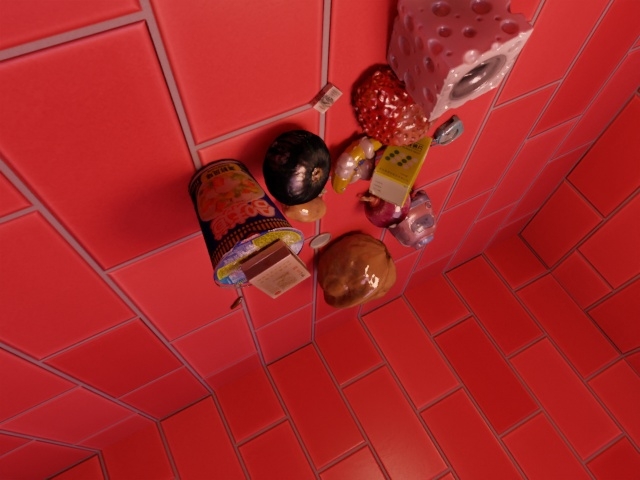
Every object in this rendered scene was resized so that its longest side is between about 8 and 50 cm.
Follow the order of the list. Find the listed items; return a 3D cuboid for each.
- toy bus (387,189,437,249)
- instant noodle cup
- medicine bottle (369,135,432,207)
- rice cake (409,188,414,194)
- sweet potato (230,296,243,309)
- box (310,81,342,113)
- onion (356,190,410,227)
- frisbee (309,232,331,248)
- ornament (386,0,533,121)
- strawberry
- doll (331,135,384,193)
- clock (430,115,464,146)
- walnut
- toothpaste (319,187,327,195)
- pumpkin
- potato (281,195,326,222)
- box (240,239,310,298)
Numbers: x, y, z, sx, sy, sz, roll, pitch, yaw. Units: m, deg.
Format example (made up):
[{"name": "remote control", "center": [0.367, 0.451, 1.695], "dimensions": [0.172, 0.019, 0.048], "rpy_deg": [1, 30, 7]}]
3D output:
[{"name": "toy bus", "center": [0.424, -0.078, 2.115], "dimensions": [0.198, 0.231, 0.294], "rpy_deg": [-27, 172, -11]}, {"name": "instant noodle cup", "center": [-0.237, -0.063, 1.328], "dimensions": [0.285, 0.312, 0.284], "rpy_deg": [-25, 154, -13]}, {"name": "medicine bottle", "center": [0.282, -0.266, 1.626], "dimensions": [0.250, 0.137, 0.141], "rpy_deg": [-61, 168, -27]}, {"name": "rice cake", "center": [0.367, -0.237, 2.030], "dimensions": [0.047, 0.036, 0.207], "rpy_deg": [-29, 159, 24]}, {"name": "sweet potato", "center": [-0.400, 0.302, 2.175], "dimensions": [0.026, 0.026, 0.115], "rpy_deg": [0, 143, -49]}, {"name": "box", "center": [0.017, -0.409, 1.316], "dimensions": [0.083, 0.024, 0.054], "rpy_deg": [-42, 155, 21]}, {"name": "onion", "center": [0.283, -0.143, 1.914], "dimensions": [0.208, 0.200, 0.201], "rpy_deg": [-29, 157, 16]}, {"name": "frisbee", "center": [0.000, 0.000, 2.077], "dimensions": [0.110, 0.014, 0.110], "rpy_deg": [-25, 155, -12]}, {"name": "ornament", "center": [0.347, -0.510, 1.202], "dimensions": [0.240, 0.239, 0.239], "rpy_deg": [-29, 166, -7]}, {"name": "strawberry", "center": [0.243, -0.408, 1.432], "dimensions": [0.265, 0.149, 0.336], "rpy_deg": [-42, 152, 26]}, {"name": "doll", "center": [0.139, -0.266, 1.614], "dimensions": [0.237, 0.111, 0.252], "rpy_deg": [-40, 156, -22]}, {"name": "clock", "center": [0.496, -0.422, 1.817], "dimensions": [0.147, 0.045, 0.108], "rpy_deg": [-36, 154, 11]}, {"name": "walnut", "center": [0.167, 0.143, 2.191], "dimensions": [0.384, 0.383, 0.383], "rpy_deg": [-26, 155, -13]}, {"name": "toothpaste", "center": [-0.035, -0.201, 1.624], "dimensions": [0.034, 0.046, 0.164], "rpy_deg": [-37, 155, 21]}, {"name": "pumpkin", "center": [-0.069, -0.215, 1.369], "dimensions": [0.233, 0.163, 0.232], "rpy_deg": [-48, 151, -38]}, {"name": "potato", "center": [-0.057, -0.119, 1.662], "dimensions": [0.178, 0.119, 0.109], "rpy_deg": [-7, 102, -40]}, {"name": "box", "center": [-0.121, 0.085, 1.290], "dimensions": [0.141, 0.058, 0.201], "rpy_deg": [-33, 154, 3]}]
